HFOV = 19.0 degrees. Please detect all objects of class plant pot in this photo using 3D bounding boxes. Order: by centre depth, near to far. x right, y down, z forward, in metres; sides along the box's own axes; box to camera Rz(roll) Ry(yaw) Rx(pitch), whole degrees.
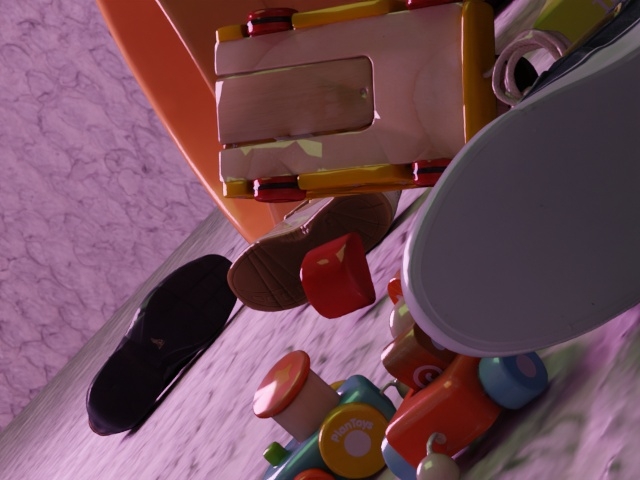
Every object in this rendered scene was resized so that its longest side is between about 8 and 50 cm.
[{"bbox_3d":[-0.021,-0.158,1.366,0.203,0.291,0.291,-32,3,-9],"label":"plant pot"}]

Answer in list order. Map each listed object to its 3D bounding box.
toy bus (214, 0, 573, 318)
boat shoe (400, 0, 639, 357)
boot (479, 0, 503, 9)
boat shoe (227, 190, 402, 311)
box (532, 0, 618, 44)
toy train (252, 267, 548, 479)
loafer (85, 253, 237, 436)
[{"bbox_3d":[0.043,-0.072,0.966,0.104,0.202,0.191,1,-49,-52],"label":"toy bus"},{"bbox_3d":[0.089,-0.028,0.570,0.183,0.065,0.083,-41,2,-17],"label":"boat shoe"},{"bbox_3d":[0.155,-0.267,1.630,0.248,0.090,0.207,-47,6,38],"label":"boot"},{"bbox_3d":[0.000,0.000,1.140,0.135,0.050,0.045,-30,11,38],"label":"boat shoe"},{"bbox_3d":[0.183,-0.164,0.916,0.178,0.042,0.109,-45,6,29],"label":"box"},{"bbox_3d":[0.014,0.053,0.617,0.166,0.046,0.125,-42,7,41],"label":"toy train"},{"bbox_3d":[-0.125,0.079,1.465,0.170,0.062,0.061,-48,0,-25],"label":"loafer"}]
